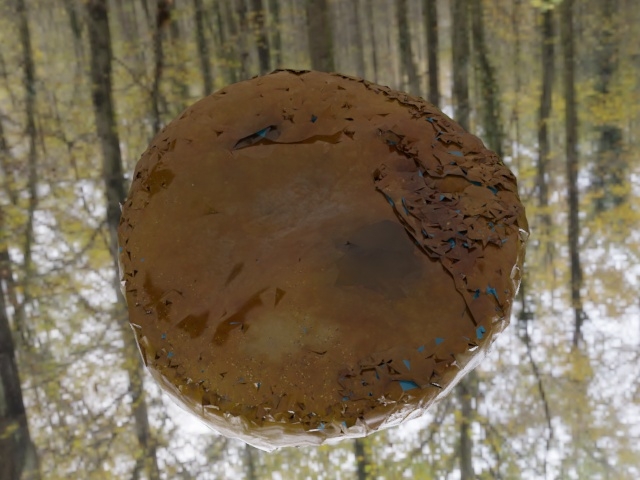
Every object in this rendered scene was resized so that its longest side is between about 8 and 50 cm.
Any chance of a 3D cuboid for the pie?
[{"bbox_3d":[0.000,0.000,0.571,0.273,0.069,0.274,-5,-126,6],"label":"pie"}]
